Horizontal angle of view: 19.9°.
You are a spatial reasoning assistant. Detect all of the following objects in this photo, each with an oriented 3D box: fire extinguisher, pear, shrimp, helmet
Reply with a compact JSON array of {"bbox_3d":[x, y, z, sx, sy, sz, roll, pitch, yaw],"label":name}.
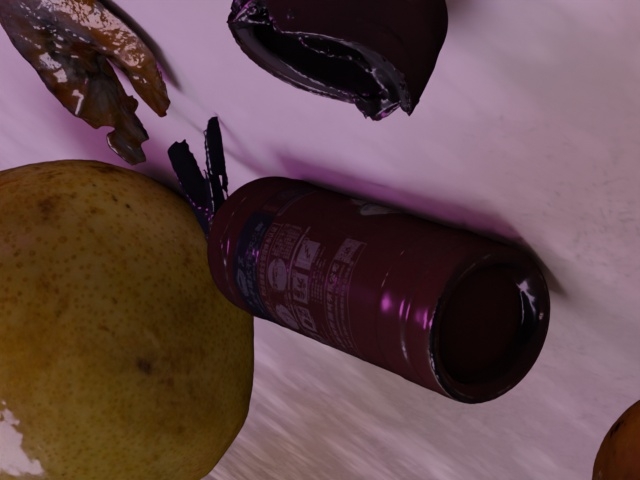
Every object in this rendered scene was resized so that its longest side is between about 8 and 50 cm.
[{"bbox_3d":[0.000,0.000,1.223,0.344,0.102,0.138,21,126,50],"label":"fire extinguisher"},{"bbox_3d":[-0.208,0.074,1.521,0.304,0.304,0.304,34,166,10],"label":"pear"},{"bbox_3d":[-0.164,-0.124,1.279,0.132,0.051,0.187,23,157,44],"label":"shrimp"},{"bbox_3d":[0.013,-0.108,0.874,0.098,0.070,0.123,32,174,-23],"label":"helmet"}]

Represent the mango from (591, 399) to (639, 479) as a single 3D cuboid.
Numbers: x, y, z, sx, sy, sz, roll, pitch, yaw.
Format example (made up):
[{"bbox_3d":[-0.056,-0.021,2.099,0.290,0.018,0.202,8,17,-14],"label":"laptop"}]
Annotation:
[{"bbox_3d":[0.262,0.208,1.011,0.316,0.146,0.193,59,172,40],"label":"mango"}]
